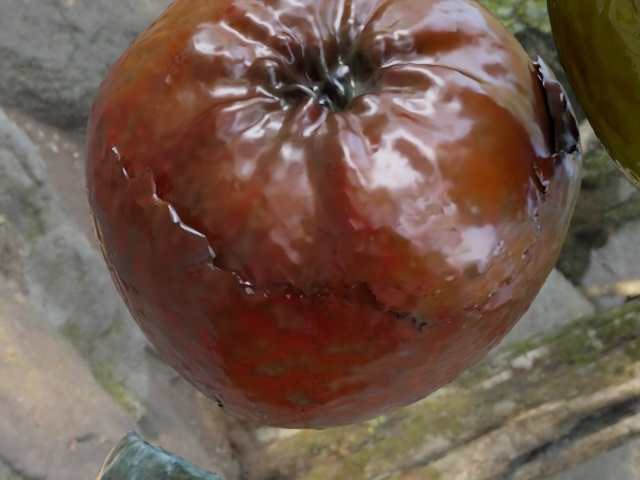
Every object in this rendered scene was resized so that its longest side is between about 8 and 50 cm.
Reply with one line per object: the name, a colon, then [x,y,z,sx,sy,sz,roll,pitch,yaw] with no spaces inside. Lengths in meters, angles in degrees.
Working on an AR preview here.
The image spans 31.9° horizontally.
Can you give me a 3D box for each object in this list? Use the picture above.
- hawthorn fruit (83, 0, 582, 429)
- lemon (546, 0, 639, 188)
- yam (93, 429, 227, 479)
hawthorn fruit: [0.000,0.000,0.668,0.276,0.276,0.307,-103,-166,-45]
lemon: [0.221,-0.117,0.494,0.267,0.267,0.267,55,16,-25]
yam: [-0.094,0.268,0.510,0.241,0.348,0.241,32,-8,5]
